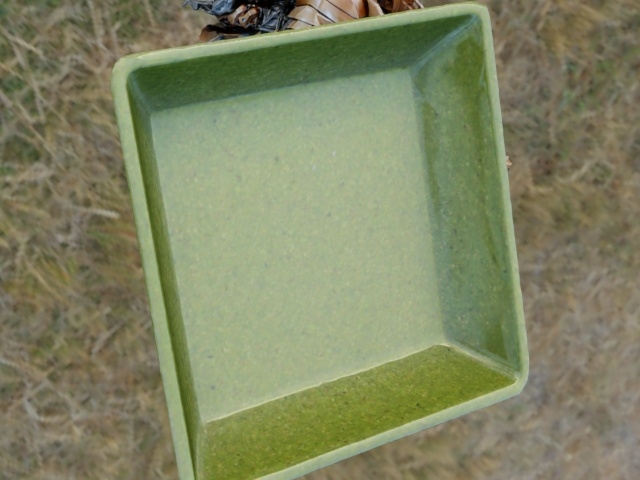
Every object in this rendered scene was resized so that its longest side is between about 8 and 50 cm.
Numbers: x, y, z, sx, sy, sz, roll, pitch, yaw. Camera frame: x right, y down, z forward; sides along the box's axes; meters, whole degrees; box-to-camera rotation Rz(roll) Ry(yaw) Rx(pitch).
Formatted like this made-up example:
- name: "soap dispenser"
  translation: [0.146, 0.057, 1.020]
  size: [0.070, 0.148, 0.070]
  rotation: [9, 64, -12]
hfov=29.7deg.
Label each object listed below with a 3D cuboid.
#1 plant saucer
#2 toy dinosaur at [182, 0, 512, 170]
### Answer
- name: "plant saucer"
  translation: [0.000, 0.000, 0.538]
  size: [0.188, 0.045, 0.189]
  rotation: [-15, 102, -30]
- name: "toy dinosaur"
  translation: [-0.006, -0.149, 0.890]
  size: [0.164, 0.322, 0.218]
  rotation: [-10, 142, -36]
